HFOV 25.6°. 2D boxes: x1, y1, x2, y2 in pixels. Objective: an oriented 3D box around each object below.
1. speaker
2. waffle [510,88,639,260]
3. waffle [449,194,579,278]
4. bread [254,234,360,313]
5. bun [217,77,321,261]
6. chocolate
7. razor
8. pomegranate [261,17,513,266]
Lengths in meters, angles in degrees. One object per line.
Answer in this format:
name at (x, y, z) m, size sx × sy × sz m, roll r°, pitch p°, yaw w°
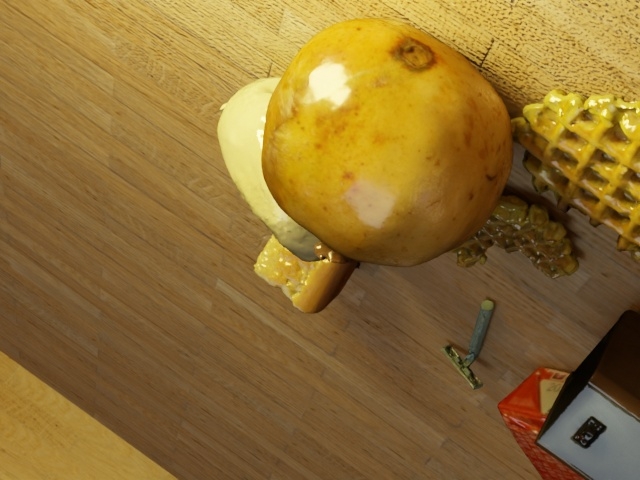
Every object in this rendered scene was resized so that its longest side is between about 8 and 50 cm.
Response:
speaker at (0.421, 0.235, 1.774) m, size 0.231 × 0.192 × 0.153 m, roll 35°, pitch 129°, yaw 4°
waffle at (0.338, -0.063, 1.569) m, size 0.291 × 0.051 × 0.291 m, roll 31°, pitch 152°, yaw 18°
waffle at (0.236, -0.009, 1.797) m, size 0.194 × 0.051 × 0.149 m, roll 15°, pitch 147°, yaw 31°
bread at (0.000, 0.000, 2.120) m, size 0.140 × 0.169 × 0.160 m, roll 36°, pitch -164°, yaw 5°
bun at (-0.017, -0.097, 1.822) m, size 0.160 × 0.259 × 0.259 m, roll -31°, pitch 118°, yaw 17°
chocolate at (0.409, 0.299, 2.030) m, size 0.235 × 0.108 × 0.237 m, roll 8°, pitch 141°, yaw 48°
razor at (0.232, 0.142, 2.088) m, size 0.084 × 0.036 × 0.211 m, roll 50°, pitch 155°, yaw 21°
pomegranate at (0.072, -0.113, 1.589) m, size 0.307 × 0.307 × 0.307 m, roll 30°, pitch 154°, yaw 16°
